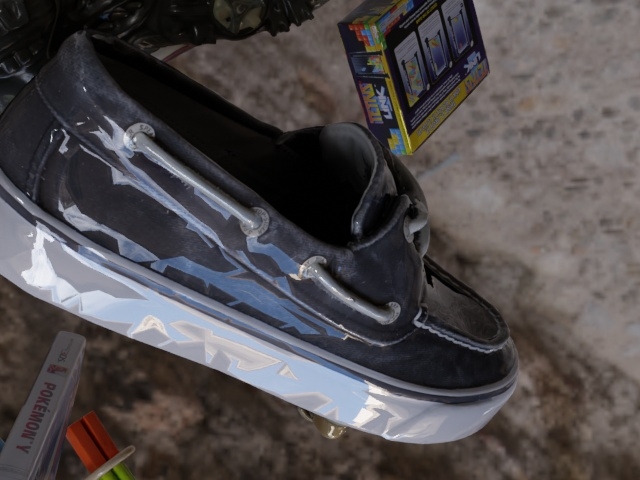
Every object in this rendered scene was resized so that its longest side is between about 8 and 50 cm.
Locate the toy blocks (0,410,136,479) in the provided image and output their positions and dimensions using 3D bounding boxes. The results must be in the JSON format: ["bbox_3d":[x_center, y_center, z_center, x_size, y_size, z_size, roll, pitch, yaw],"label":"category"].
[{"bbox_3d":[-0.218,0.193,1.010,0.123,0.148,0.054,-37,177,-13],"label":"toy blocks"}]

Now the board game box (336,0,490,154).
[{"bbox_3d":[0.095,-0.186,1.186,0.048,0.170,0.141,7,127,36],"label":"board game box"}]

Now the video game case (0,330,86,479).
[{"bbox_3d":[-0.185,0.180,0.730,0.023,0.183,0.201,14,110,-6],"label":"video game case"}]

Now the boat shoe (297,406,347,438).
[{"bbox_3d":[0.002,0.117,1.021,0.068,0.072,0.190,21,-174,-4],"label":"boat shoe"}]

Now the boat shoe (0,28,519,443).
[{"bbox_3d":[0.000,0.000,0.516,0.301,0.108,0.102,25,115,-36],"label":"boat shoe"}]

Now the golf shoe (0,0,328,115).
[{"bbox_3d":[-0.082,-0.129,0.560,0.273,0.120,0.105,-35,119,-2],"label":"golf shoe"}]
